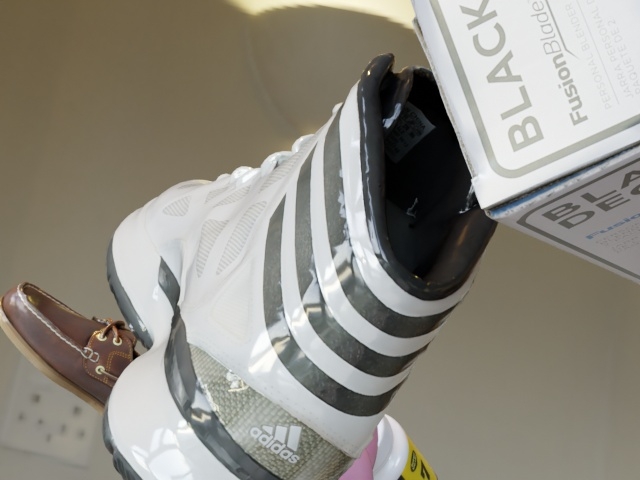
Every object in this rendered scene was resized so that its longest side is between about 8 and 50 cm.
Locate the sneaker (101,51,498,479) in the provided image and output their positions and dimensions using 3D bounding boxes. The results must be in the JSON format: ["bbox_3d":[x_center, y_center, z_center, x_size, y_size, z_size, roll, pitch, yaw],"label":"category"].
[{"bbox_3d":[0.001,0.001,0.803,0.169,0.257,0.447,40,9,-18],"label":"sneaker"}]

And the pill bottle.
[{"bbox_3d":[0.067,0.286,1.555,0.119,0.119,0.208,0,-34,27],"label":"pill bottle"}]

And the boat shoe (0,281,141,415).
[{"bbox_3d":[-0.176,0.102,1.046,0.073,0.073,0.207,-41,-72,15],"label":"boat shoe"}]

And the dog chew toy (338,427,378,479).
[{"bbox_3d":[-0.037,0.235,1.266,0.206,0.206,0.332,12,16,-6],"label":"dog chew toy"}]

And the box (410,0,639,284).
[{"bbox_3d":[0.122,-0.074,0.454,0.087,0.169,0.290,-25,-20,24],"label":"box"}]
